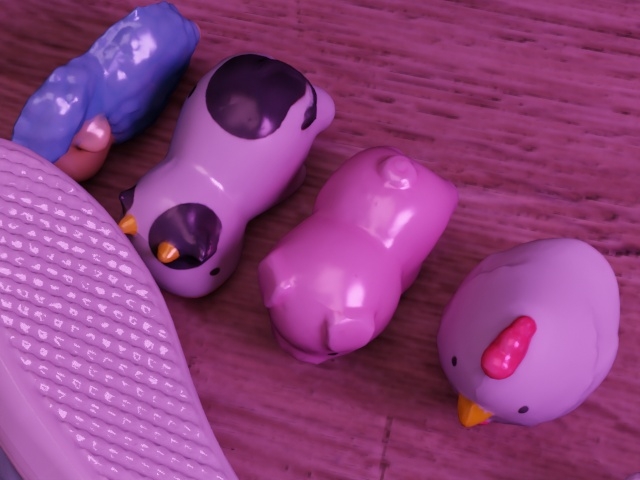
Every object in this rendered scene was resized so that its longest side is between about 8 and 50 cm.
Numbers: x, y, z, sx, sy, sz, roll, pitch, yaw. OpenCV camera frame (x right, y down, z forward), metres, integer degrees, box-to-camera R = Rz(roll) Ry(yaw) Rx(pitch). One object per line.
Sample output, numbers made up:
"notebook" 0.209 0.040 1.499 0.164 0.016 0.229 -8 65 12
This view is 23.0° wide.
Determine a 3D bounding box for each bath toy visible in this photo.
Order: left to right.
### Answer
"bath toy" 0.000 0.000 0.886 0.348 0.129 0.151 30 108 12

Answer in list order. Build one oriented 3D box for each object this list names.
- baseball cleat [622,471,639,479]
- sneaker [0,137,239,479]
"baseball cleat" 0.225 0.204 0.844 0.206 0.072 0.109 35 111 -2
"sneaker" -0.140 0.126 0.828 0.150 0.135 0.366 -36 75 33
